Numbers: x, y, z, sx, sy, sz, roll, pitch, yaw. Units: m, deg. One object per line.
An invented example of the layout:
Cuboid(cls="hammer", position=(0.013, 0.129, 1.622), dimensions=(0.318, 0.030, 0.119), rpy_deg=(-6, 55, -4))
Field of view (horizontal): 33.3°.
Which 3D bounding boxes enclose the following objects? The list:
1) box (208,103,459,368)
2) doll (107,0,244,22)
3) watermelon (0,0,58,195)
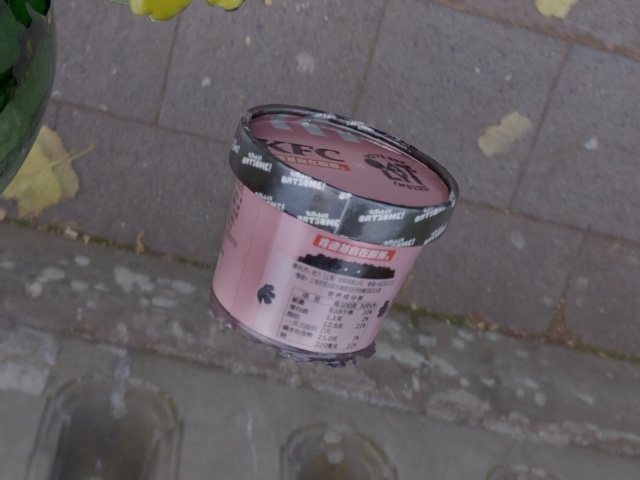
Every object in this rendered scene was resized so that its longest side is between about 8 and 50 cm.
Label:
Cuboid(cls="box", position=(0.000, 0.000, 0.715), dimensions=(0.151, 0.151, 0.135), rpy_deg=(15, 112, -10))
Cuboid(cls="doll", position=(-0.147, -0.241, 0.779), dimensions=(0.141, 0.296, 0.117), rpy_deg=(-20, 124, -21))
Cuboid(cls="watermelon", position=(-0.333, -0.121, 0.640), dimensions=(0.363, 0.363, 0.363), rpy_deg=(-1, 115, -3))
